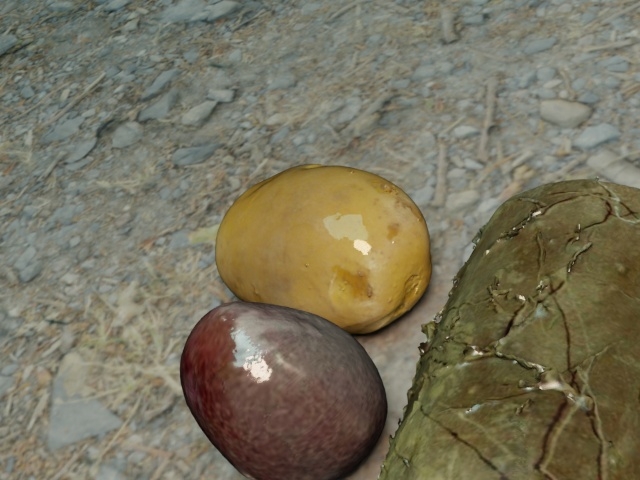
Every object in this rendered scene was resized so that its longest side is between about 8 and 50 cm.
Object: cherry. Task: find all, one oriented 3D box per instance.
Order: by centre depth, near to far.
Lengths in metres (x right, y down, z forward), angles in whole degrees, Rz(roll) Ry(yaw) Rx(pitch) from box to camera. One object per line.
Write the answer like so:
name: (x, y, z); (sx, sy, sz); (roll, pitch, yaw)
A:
cherry: (-0.033, 0.123, 0.848); (0.176, 0.176, 0.140); (30, 92, 44)

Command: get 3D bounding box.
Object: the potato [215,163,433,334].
potato: (0.000, 0.000, 0.988); (0.233, 0.146, 0.150); (16, 26, 39)

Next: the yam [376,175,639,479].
yam: (0.169, 0.133, 0.683); (0.241, 0.241, 0.348); (-2, 41, 26)
